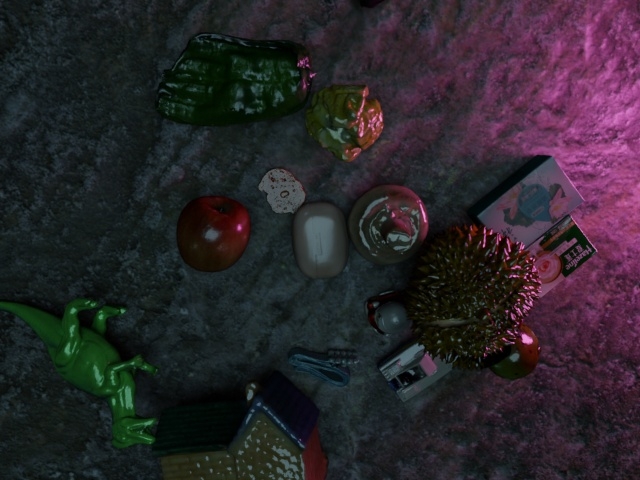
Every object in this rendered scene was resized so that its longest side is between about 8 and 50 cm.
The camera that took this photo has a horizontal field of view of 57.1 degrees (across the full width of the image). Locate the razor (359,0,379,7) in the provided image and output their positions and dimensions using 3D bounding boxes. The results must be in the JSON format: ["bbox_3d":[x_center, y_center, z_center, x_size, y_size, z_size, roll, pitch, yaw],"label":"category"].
[{"bbox_3d":[0.215,-0.680,1.380,0.327,0.107,0.189,-20,101,1],"label":"razor"}]

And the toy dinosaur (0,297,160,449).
[{"bbox_3d":[-0.643,0.330,1.482,0.501,0.144,0.373,-4,82,9],"label":"toy dinosaur"}]

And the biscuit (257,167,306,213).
[{"bbox_3d":[-0.097,-0.125,1.511,0.102,0.019,0.130,-39,100,4],"label":"biscuit"}]

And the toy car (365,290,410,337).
[{"bbox_3d":[0.195,0.195,1.545,0.139,0.112,0.112,-23,101,2],"label":"toy car"}]

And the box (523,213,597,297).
[{"bbox_3d":[0.604,0.035,1.559,0.199,0.081,0.135,-40,101,6],"label":"box"}]

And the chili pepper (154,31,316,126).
[{"bbox_3d":[-0.198,-0.372,1.391,0.386,0.167,0.212,-3,86,9],"label":"chili pepper"}]

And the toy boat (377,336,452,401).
[{"bbox_3d":[0.303,0.307,1.586,0.295,0.088,0.129,-34,101,4],"label":"toy boat"}]

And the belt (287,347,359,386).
[{"bbox_3d":[0.003,0.327,1.585,0.179,0.065,0.099,19,109,-8],"label":"belt"}]

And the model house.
[{"bbox_3d":[-0.195,0.517,1.501,0.383,0.334,0.342,-11,89,6],"label":"model house"}]

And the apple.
[{"bbox_3d":[-0.261,-0.018,1.447,0.181,0.181,0.168,7,123,-5],"label":"apple"}]

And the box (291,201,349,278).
[{"bbox_3d":[0.000,0.000,1.506,0.146,0.088,0.200,-6,100,-2],"label":"box"}]

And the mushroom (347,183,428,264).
[{"bbox_3d":[0.173,-0.031,1.447,0.208,0.215,0.207,-2,105,-6],"label":"mushroom"}]

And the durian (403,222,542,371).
[{"bbox_3d":[0.354,0.130,1.407,0.348,0.384,0.347,0,98,2],"label":"durian"}]

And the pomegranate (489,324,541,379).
[{"bbox_3d":[0.485,0.297,1.576,0.205,0.159,0.159,-19,103,25],"label":"pomegranate"}]

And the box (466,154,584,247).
[{"bbox_3d":[0.527,-0.089,1.522,0.245,0.092,0.153,-40,101,4],"label":"box"}]

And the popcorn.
[{"bbox_3d":[0.058,-0.286,1.424,0.188,0.167,0.185,-19,132,34],"label":"popcorn"}]
